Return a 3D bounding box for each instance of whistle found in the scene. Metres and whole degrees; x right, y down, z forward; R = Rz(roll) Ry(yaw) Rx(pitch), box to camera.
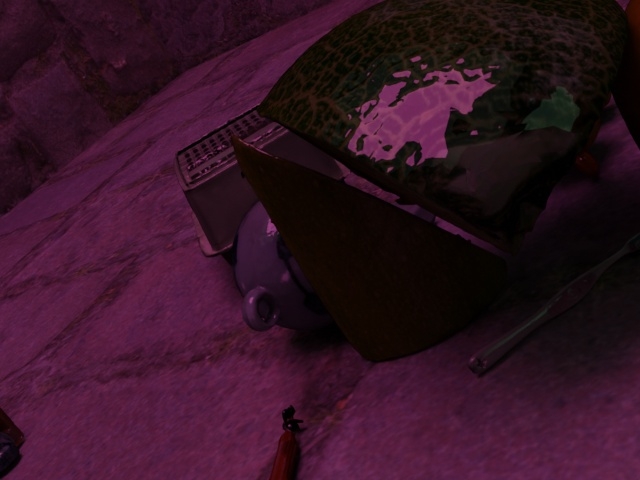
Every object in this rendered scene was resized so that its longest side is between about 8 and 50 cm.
[{"bbox_3d":[0.000,0.000,1.060,0.163,0.163,0.289,-14,25,41],"label":"whistle"}]

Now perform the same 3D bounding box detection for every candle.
[{"bbox_3d":[-0.030,0.189,0.835,0.026,0.021,0.167,-16,21,13],"label":"candle"}]

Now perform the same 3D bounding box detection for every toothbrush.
[{"bbox_3d":[0.204,0.049,0.839,0.204,0.017,0.022,-35,0,-11],"label":"toothbrush"}]

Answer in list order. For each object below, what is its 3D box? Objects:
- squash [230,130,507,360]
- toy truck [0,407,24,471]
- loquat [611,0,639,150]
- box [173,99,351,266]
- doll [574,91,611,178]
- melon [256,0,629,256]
[{"bbox_3d":[0.054,-0.028,0.894,0.169,0.252,0.093,-35,21,-12],"label":"squash"},{"bbox_3d":[-0.477,0.284,1.112,0.162,0.136,0.305,-31,15,23],"label":"toy truck"},{"bbox_3d":[0.358,-0.155,0.803,0.213,0.213,0.246,-44,9,-33],"label":"loquat"},{"bbox_3d":[-0.078,-0.073,1.345,0.220,0.166,0.290,-32,19,-1],"label":"box"},{"bbox_3d":[0.262,-0.145,1.084,0.135,0.143,0.221,-24,9,16],"label":"doll"},{"bbox_3d":[0.117,-0.109,0.820,0.331,0.226,0.343,-8,5,-4],"label":"melon"}]
